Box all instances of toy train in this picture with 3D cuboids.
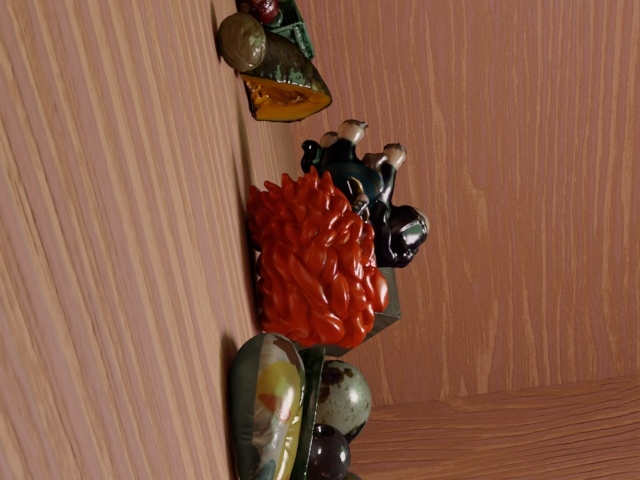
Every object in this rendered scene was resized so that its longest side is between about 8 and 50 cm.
[{"bbox_3d":[-0.105,-0.507,2.103,0.330,0.139,0.178,48,26,-83],"label":"toy train"}]

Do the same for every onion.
[{"bbox_3d":[-0.125,-0.491,1.816,0.107,0.097,0.107,61,5,-8],"label":"onion"}]

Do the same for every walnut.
[{"bbox_3d":[-0.120,-0.305,1.379,0.092,0.092,0.092,-7,90,-88],"label":"walnut"}]

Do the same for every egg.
[{"bbox_3d":[0.025,0.366,1.965,0.169,0.169,0.231,-95,-171,-52],"label":"egg"}]

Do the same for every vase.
[{"bbox_3d":[-0.020,0.371,1.574,0.183,0.120,0.120,49,30,-57],"label":"vase"}]

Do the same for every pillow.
[{"bbox_3d":[-0.065,0.221,1.103,0.233,0.086,0.214,86,8,-70],"label":"pillow"}]

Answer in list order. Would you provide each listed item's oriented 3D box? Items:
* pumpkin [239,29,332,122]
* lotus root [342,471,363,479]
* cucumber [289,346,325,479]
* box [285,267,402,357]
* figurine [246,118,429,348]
[{"bbox_3d":[-0.067,-0.335,1.739,0.312,0.169,0.148,70,15,-84],"label":"pumpkin"},{"bbox_3d":[0.021,0.511,1.712,0.322,0.140,0.158,169,-62,-83],"label":"lotus root"},{"bbox_3d":[-0.039,0.301,1.443,0.115,0.063,0.243,96,1,-51],"label":"cucumber"},{"bbox_3d":[0.034,0.130,1.868,0.231,0.155,0.148,-41,-133,46],"label":"box"},{"bbox_3d":[0.034,-0.015,1.514,0.412,0.241,0.306,-45,117,-43],"label":"figurine"}]
